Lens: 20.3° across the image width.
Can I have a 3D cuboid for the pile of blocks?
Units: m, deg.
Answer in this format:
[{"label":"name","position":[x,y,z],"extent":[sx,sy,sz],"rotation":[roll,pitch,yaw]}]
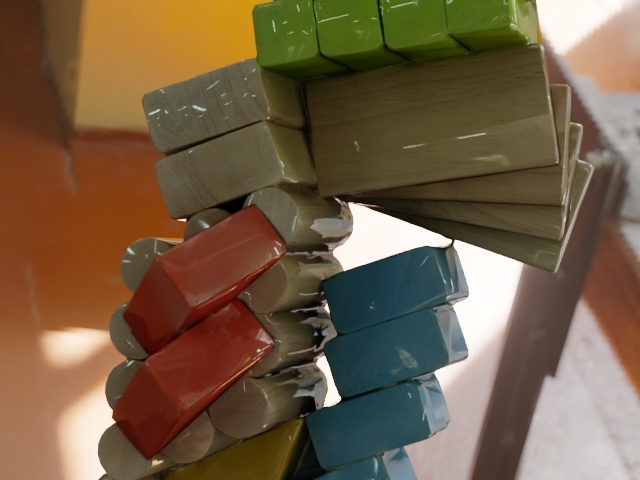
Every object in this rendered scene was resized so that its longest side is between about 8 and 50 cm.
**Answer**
[{"label":"pile of blocks","position":[0.000,0.000,0.590],"extent":[0.149,0.362,0.112],"rotation":[17,4,14]}]
